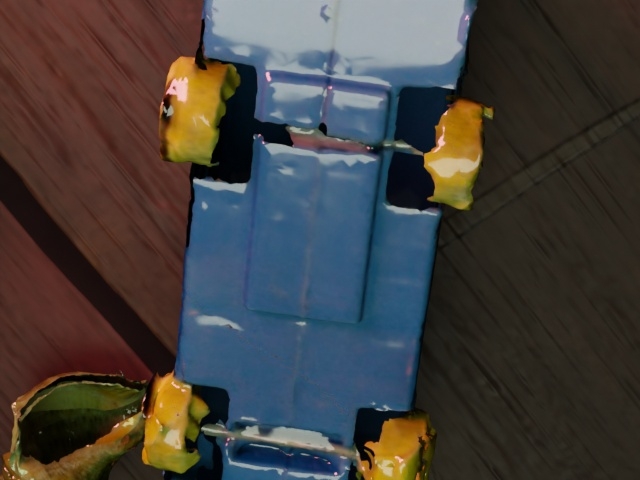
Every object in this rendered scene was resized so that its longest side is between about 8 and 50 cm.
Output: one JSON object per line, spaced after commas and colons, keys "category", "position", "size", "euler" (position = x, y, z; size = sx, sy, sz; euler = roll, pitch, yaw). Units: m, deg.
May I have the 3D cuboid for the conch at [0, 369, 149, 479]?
{"category": "conch", "position": [-0.151, 0.119, 1.156], "size": [0.121, 0.074, 0.089], "euler": [-34, 146, -2]}

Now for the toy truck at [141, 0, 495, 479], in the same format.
{"category": "toy truck", "position": [0.000, 0.000, 1.036], "size": [0.161, 0.162, 0.385], "euler": [8, 117, 3]}
